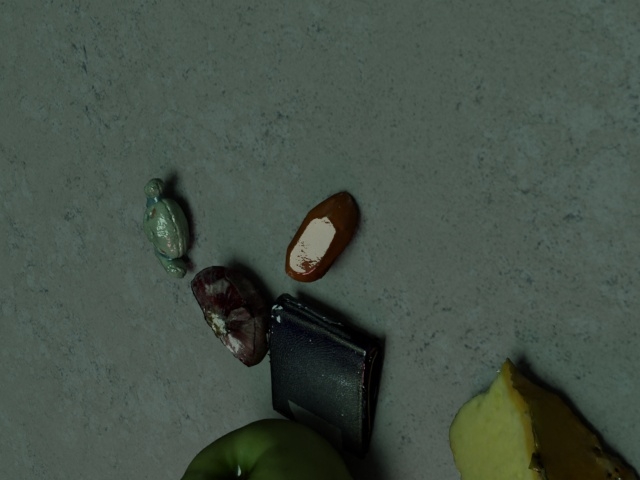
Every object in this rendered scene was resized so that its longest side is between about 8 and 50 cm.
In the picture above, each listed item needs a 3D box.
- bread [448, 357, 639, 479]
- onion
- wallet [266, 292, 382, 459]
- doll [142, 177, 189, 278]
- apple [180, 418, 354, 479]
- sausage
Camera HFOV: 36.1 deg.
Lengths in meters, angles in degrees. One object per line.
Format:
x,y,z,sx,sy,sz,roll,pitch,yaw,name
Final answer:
0.285,0.397,1.420,0.315,0.279,0.248,42,139,8,bread
-0.148,0.128,1.830,0.098,0.151,0.206,-37,83,10,onion
0.007,0.242,1.760,0.221,0.071,0.262,22,124,30,wallet
-0.304,-0.026,1.931,0.103,0.071,0.214,21,129,50,doll
-0.088,0.508,1.741,0.357,0.357,0.357,18,118,37,apple
0.000,0.000,1.646,0.089,0.089,0.179,43,121,22,sausage
